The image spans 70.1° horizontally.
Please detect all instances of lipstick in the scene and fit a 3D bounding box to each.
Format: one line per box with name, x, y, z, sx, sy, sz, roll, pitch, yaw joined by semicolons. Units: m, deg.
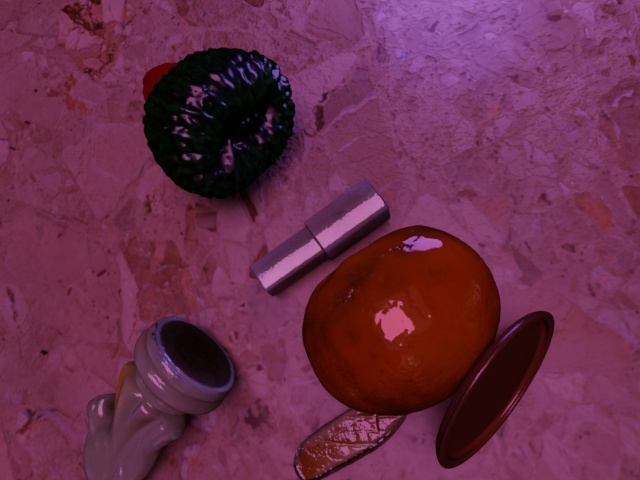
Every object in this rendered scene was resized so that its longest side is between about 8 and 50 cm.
lipstick;0.000;0.000;0.804;0.252;0.079;0.077;-37;72;0

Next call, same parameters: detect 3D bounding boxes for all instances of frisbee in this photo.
frisbee;0.238;0.201;0.618;0.251;0.251;0.021;-49;50;-5

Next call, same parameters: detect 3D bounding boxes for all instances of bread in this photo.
bread;0.052;0.305;0.718;0.214;0.053;0.073;-35;67;2

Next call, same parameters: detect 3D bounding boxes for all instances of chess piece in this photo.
chess piece;-0.295;0.284;0.756;0.176;0.175;0.298;45;99;19

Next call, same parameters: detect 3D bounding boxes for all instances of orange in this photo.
orange;0.112;0.109;0.646;0.283;0.284;0.226;-37;87;-1

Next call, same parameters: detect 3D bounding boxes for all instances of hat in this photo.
hat;-0.226;-0.236;0.867;0.274;0.242;0.332;-38;45;-25
